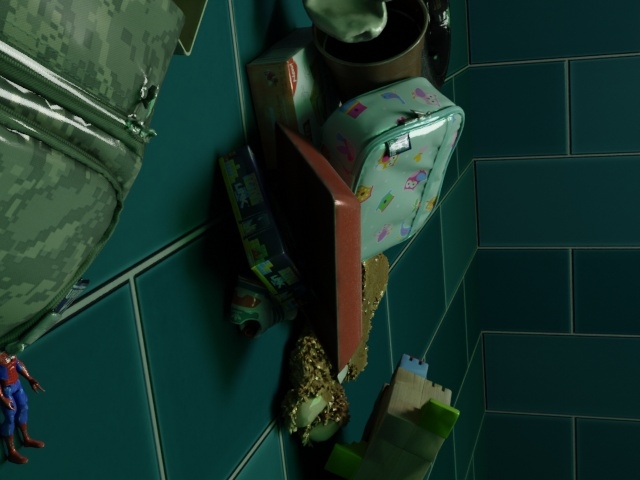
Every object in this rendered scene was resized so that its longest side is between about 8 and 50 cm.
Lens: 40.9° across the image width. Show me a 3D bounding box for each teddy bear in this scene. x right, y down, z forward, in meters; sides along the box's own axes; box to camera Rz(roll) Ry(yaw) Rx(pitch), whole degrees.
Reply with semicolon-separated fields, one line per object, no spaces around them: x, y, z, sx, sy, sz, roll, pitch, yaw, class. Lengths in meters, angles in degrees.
0.009;0.158;1.363;0.245;0.113;0.338;26;72;-61;teddy bear

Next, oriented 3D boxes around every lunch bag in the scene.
-0.240;-0.074;0.465;0.256;0.212;0.305;-71;158;-5;lunch bag
0.094;-0.098;1.256;0.224;0.108;0.279;-22;146;-31;lunch bag

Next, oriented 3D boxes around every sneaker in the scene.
-0.081;0.097;1.160;0.075;0.057;0.161;-69;158;-10;sneaker

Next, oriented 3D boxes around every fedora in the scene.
0.161;-0.434;1.708;0.334;0.152;0.334;0;90;-71;fedora

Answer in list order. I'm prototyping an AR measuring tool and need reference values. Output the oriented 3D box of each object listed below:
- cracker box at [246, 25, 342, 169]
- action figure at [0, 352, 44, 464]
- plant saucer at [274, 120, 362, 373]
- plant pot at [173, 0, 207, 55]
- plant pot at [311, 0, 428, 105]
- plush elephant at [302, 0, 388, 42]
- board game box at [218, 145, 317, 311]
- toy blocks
-0.028;-0.219;1.283;0.232;0.067;0.156;-56;141;-58;cracker box
-0.248;0.122;0.692;0.038;0.030;0.115;-43;128;-59;action figure
0.000;0.000;1.138;0.258;0.048;0.259;-123;-153;-56;plant saucer
-0.174;-0.245;0.804;0.109;0.096;0.109;64;31;-54;plant pot
0.083;-0.264;1.278;0.165;0.167;0.167;72;25;-55;plant pot
0.070;-0.415;1.123;0.272;0.255;0.330;-56;-161;-5;plush elephant
-0.066;-0.014;1.094;0.141;0.048;0.170;59;10;-59;board game box
0.119;0.350;1.447;0.261;0.191;0.381;-59;172;-66;toy blocks
